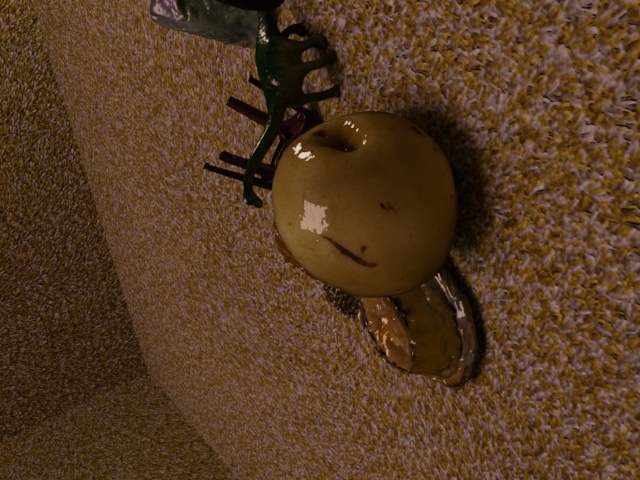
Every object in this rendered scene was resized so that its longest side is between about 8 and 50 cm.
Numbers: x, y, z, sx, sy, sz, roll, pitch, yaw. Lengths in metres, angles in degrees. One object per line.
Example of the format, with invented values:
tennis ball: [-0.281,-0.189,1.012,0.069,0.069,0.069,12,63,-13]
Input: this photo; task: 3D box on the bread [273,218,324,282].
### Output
bread: [0.003,0.002,1.645,0.198,0.120,0.236,34,165,6]

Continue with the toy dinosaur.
toy dinosaur: [-0.114,-0.285,1.538,0.447,0.301,0.087,57,156,14]

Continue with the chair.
chair: [-0.050,-0.166,1.746,0.327,0.183,0.176,25,163,-19]

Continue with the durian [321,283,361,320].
durian: [0.068,0.120,1.784,0.208,0.102,0.146,55,150,14]

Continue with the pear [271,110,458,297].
pear: [0.075,-0.055,1.386,0.309,0.309,0.309,45,148,38]

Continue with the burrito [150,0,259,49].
burrito: [-0.222,-0.447,1.701,0.144,0.229,0.089,118,154,-61]

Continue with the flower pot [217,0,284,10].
flower pot: [-0.140,-0.533,1.516,0.235,0.235,0.148,54,133,24]

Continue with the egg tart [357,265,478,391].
egg tart: [0.164,0.147,1.587,0.315,0.120,0.314,47,151,37]
